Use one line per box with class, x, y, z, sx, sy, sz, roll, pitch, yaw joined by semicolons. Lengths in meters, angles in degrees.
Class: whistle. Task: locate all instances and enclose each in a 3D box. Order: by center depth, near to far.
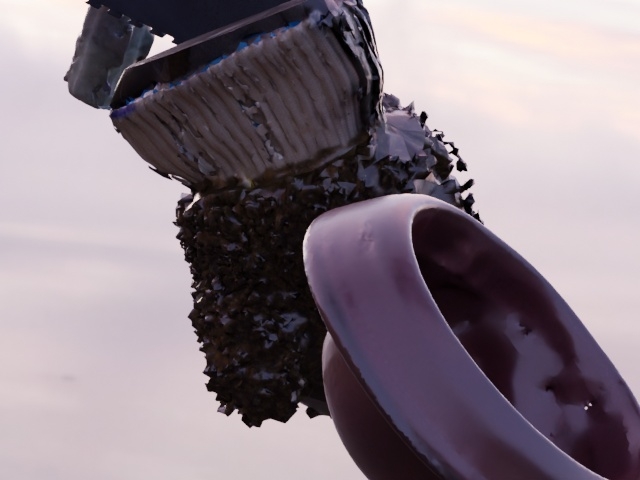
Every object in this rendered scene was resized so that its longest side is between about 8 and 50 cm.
whistle;-0.133;-0.269;1.647;0.134;0.346;0.142;28;25;10

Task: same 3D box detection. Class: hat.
hat;0.061;0.071;0.852;0.205;0.089;0.205;39;22;-19

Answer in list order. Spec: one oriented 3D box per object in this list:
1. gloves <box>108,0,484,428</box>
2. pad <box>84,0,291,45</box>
gloves;-0.004;-0.002;1.215;0.210;0.312;0.135;-30;28;7
pad;-0.092;-0.231;1.447;0.269;0.012;0.269;27;-35;15
